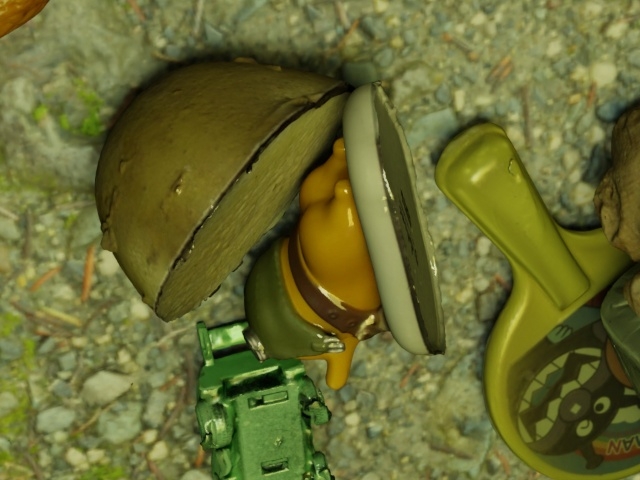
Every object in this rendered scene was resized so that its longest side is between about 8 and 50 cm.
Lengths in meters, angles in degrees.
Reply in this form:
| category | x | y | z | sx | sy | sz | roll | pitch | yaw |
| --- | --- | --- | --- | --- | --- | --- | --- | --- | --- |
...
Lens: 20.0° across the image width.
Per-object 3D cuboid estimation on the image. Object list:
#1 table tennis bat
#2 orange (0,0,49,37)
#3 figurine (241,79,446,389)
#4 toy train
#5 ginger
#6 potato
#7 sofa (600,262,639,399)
| category | x | y | z | sx | sy | sz | roll | pitch | yaw |
| --- | --- | --- | --- | --- | --- | --- | --- | --- | --- |
| table tennis bat | 0.200 | 0.048 | 1.397 | 0.224 | 0.054 | 0.369 | -39 | 123 | -1 |
| orange | -0.230 | -0.198 | 1.078 | 0.177 | 0.155 | 0.178 | -4 | 123 | -6 |
| figurine | 0.000 | 0.000 | 1.268 | 0.141 | 0.167 | 0.250 | -9 | 135 | 9 |
| toy train | -0.047 | 0.135 | 1.362 | 0.099 | 0.081 | 0.149 | -14 | 126 | -9 |
| ginger | 0.261 | -0.047 | 1.308 | 0.137 | 0.213 | 0.074 | -12 | 155 | 19 |
| potato | -0.081 | -0.055 | 1.222 | 0.117 | 0.182 | 0.202 | 38 | 95 | 12 |
| sofa | 0.352 | 0.080 | 1.362 | 0.225 | 0.176 | 0.210 | -37 | 125 | -11 |
